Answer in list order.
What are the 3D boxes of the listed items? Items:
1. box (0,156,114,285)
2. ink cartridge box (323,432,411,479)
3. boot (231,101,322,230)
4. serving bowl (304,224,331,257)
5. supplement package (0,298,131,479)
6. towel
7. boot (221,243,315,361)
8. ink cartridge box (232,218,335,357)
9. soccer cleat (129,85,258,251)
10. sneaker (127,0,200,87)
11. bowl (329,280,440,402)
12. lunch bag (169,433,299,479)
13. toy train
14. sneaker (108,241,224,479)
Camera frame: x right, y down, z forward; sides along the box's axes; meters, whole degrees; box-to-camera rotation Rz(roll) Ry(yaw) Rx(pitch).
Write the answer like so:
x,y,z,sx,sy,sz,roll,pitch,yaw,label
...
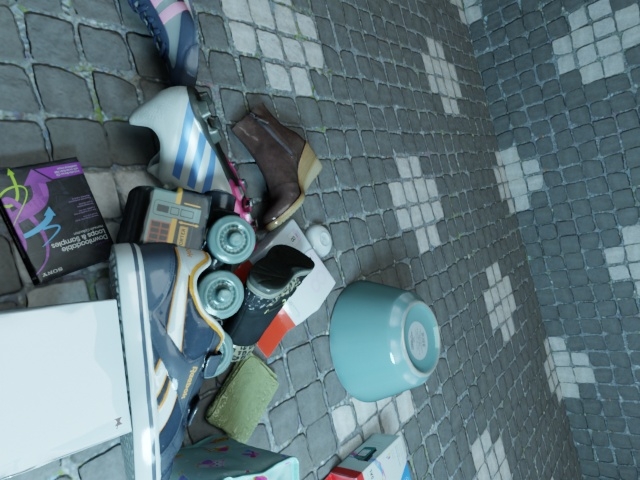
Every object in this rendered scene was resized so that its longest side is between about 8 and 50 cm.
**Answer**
x,y,z,sx,sy,sz,roll,pitch,yaw,label
-0.378,-0.031,0.611,0.116,0.029,0.161,-29,103,-48,box
0.104,0.548,0.949,0.231,0.078,0.134,-14,90,-49,ink cartridge box
-0.117,-0.160,0.920,0.207,0.090,0.248,42,52,-17,boot
0.000,0.000,1.025,0.083,0.027,0.083,15,69,-45,serving bowl
-0.349,0.155,0.459,0.194,0.203,0.149,-2,81,-49,supplement package
-0.140,0.288,0.789,0.110,0.027,0.148,53,45,-26,towel
-0.104,0.109,0.799,0.085,0.178,0.236,33,18,8,boot
-0.080,0.095,0.890,0.189,0.066,0.232,57,40,-20,ink cartridge box
-0.217,-0.107,0.768,0.116,0.143,0.330,-106,178,-58,soccer cleat
-0.300,-0.417,0.767,0.131,0.112,0.318,-8,82,-32,sneaker
0.184,0.243,1.061,0.312,0.163,0.310,18,66,-45,bowl
-0.141,0.435,0.597,0.160,0.224,0.261,6,77,-41,lunch bag
-0.225,0.071,0.660,0.191,0.142,0.333,14,82,-32,toy train
-0.187,0.161,0.538,0.128,0.126,0.320,-3,97,-34,sneaker
